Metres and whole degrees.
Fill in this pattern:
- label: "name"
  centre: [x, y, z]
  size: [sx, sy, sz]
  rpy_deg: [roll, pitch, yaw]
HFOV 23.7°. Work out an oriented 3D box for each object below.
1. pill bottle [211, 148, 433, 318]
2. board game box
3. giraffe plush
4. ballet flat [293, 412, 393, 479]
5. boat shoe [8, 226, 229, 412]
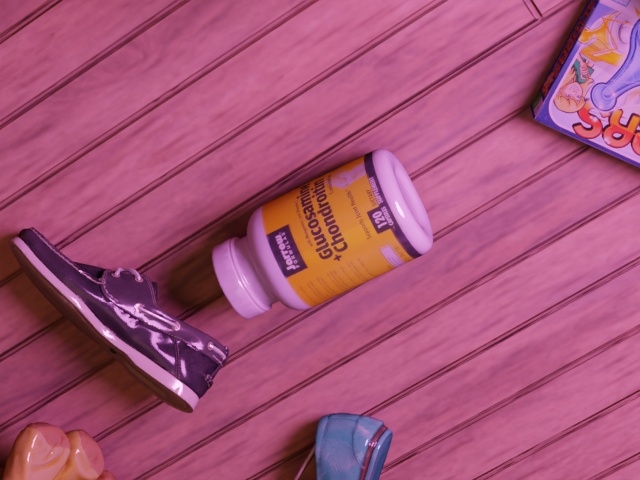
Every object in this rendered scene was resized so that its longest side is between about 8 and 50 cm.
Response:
- label: "pill bottle"
  centre: [0.000, 0.000, 1.361]
  size: [0.184, 0.103, 0.103]
  rpy_deg: [-26, 112, 13]
- label: "board game box"
  centre: [0.303, -0.127, 1.325]
  size: [0.201, 0.035, 0.136]
  rpy_deg: [23, 114, -8]
- label: "giraffe plush"
  centre: [-0.321, 0.272, 1.487]
  size: [0.170, 0.210, 0.181]
  rpy_deg: [4, 133, 37]
- label: "ballet flat"
  centre: [0.010, 0.273, 1.515]
  size: [0.087, 0.083, 0.247]
  rpy_deg: [19, 117, 20]
- label: "boat shoe"
  centre: [-0.190, 0.062, 1.427]
  size: [0.233, 0.084, 0.079]
  rpy_deg: [40, 73, -8]
